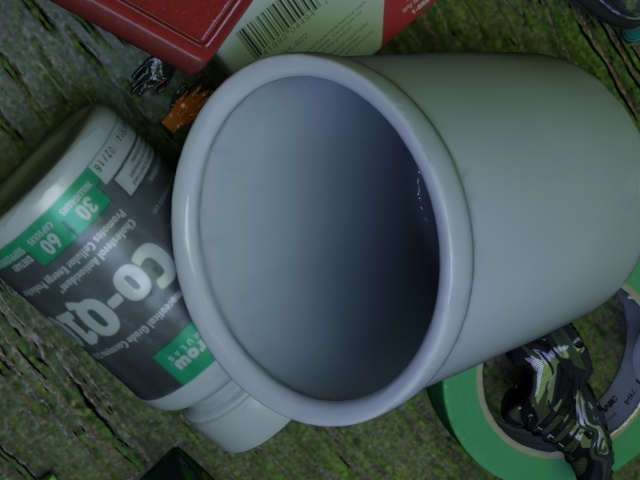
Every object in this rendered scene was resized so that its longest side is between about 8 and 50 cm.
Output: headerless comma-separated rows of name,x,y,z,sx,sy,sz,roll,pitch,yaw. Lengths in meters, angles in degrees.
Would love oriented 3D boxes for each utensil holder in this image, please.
utensil holder,0.101,-0.027,1.231,0.385,0.327,0.327,-14,112,-49

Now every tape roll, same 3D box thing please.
tape roll,0.288,0.141,1.529,0.321,0.077,0.321,-4,105,-14

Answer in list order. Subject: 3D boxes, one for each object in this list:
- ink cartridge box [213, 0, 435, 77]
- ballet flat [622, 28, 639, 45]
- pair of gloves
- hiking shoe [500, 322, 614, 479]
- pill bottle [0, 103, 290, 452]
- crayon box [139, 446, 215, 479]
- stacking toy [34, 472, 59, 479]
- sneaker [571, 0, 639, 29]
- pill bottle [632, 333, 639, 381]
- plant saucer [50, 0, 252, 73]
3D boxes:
ink cartridge box,-0.055,-0.339,1.191,0.279,0.160,0.385,-40,136,-1
ballet flat,0.410,-0.294,1.457,0.052,0.057,0.168,18,103,-47
pair of gloves,-0.160,-0.165,1.365,0.074,0.010,0.083,-42,110,0
hiking shoe,0.269,0.201,1.466,0.114,0.086,0.227,-16,103,4
pill bottle,-0.170,0.047,1.316,0.204,0.204,0.361,-46,110,1
crayon box,-0.222,0.383,1.414,0.278,0.165,0.081,-45,110,0
stacking toy,-0.422,0.277,1.395,0.221,0.052,0.167,-35,110,-4
sneaker,0.296,-0.345,1.376,0.101,0.106,0.267,-37,105,-4
pill bottle,0.459,0.146,1.483,0.169,0.094,0.094,10,102,-17
plant saucer,-0.119,-0.280,1.047,0.259,0.048,0.258,25,108,-42
